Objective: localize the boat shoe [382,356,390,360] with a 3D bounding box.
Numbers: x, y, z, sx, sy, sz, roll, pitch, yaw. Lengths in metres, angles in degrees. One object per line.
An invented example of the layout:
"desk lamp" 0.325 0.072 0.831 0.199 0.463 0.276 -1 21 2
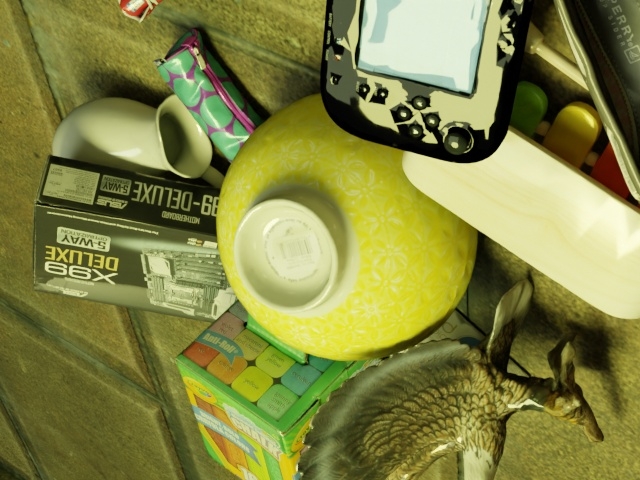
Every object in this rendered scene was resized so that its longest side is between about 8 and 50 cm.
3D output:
"boat shoe" 0.087 0.167 1.556 0.183 0.066 0.066 39 149 7

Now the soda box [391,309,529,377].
"soda box" 0.138 0.124 1.432 0.216 0.074 0.069 42 151 2

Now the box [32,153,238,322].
"box" -0.211 0.010 1.561 0.307 0.076 0.242 11 150 -9

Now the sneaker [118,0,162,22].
"sneaker" -0.180 -0.277 1.311 0.042 0.067 0.118 47 150 -7

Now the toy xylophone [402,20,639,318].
"toy xylophone" 0.217 -0.067 1.079 0.323 0.081 0.236 41 137 8

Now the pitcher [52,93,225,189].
"pitcher" -0.227 -0.104 1.548 0.207 0.125 0.177 -2 137 36

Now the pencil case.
"pencil case" -0.122 -0.163 1.389 0.151 0.064 0.070 52 154 -15

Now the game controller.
"game controller" 0.088 -0.208 0.958 0.166 0.067 0.319 10 127 7

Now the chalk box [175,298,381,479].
"chalk box" -0.043 0.173 1.473 0.180 0.179 0.289 30 151 30

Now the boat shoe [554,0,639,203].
"boat shoe" 0.263 -0.084 0.909 0.112 0.095 0.335 -27 95 30

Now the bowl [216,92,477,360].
"bowl" 0.000 0.000 1.228 0.289 0.156 0.289 7 105 25

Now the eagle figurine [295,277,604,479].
"eagle figurine" 0.132 0.193 1.275 0.298 0.225 0.226 -13 115 16
